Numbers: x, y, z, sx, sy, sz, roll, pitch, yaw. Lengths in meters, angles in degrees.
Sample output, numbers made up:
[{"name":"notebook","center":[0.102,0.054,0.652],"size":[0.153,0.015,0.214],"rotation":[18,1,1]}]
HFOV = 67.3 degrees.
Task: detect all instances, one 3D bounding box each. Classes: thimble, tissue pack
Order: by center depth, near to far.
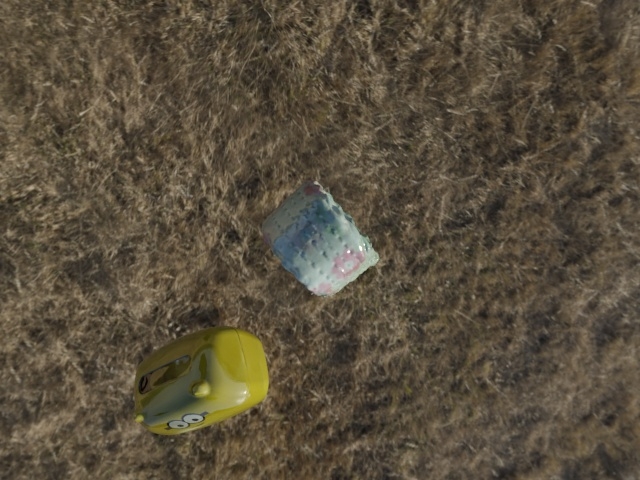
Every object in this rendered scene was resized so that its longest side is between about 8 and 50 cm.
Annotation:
[{"name":"tissue pack","center":[-0.171,0.193,0.665],"size":[0.178,0.123,0.127],"rotation":[-27,151,22]},{"name":"thimble","center":[0.000,0.000,0.926],"size":[0.149,0.185,0.211],"rotation":[-42,88,5]}]
